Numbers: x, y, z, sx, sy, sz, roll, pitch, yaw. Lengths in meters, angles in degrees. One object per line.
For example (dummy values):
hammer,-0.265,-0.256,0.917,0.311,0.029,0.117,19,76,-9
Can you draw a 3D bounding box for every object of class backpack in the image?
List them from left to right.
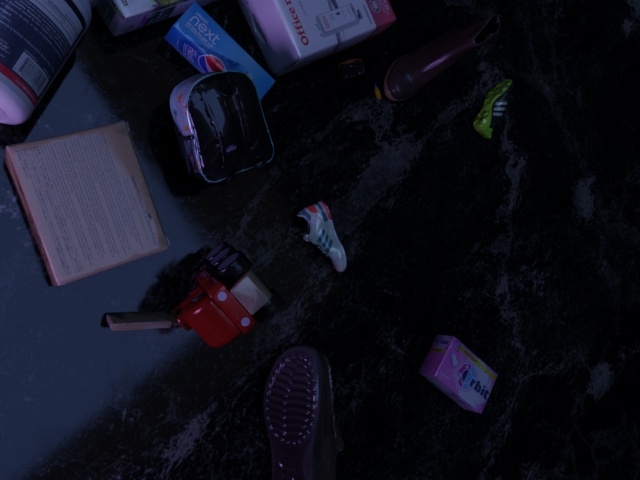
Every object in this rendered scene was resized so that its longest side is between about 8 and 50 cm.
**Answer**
backpack,-0.190,-0.219,1.054,0.166,0.144,0.188,-25,121,-28

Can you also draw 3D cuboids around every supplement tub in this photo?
supplement tub,-0.479,-0.336,0.874,0.191,0.191,0.272,31,71,-25

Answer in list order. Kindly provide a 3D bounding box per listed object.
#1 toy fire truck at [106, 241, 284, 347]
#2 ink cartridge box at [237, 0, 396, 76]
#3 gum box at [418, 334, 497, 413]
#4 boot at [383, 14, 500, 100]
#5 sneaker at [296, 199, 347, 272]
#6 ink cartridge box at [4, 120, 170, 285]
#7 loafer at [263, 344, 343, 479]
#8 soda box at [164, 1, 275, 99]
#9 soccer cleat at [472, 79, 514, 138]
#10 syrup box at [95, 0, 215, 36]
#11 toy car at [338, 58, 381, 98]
toy fire truck,-0.222,0.117,0.987,0.246,0.217,0.158,-42,108,-11
ink cartridge box,-0.007,-0.500,1.206,0.283,0.117,0.207,-32,102,-29
gum box,0.338,0.325,1.372,0.188,0.062,0.107,41,68,-21
boot,0.275,-0.426,1.313,0.248,0.207,0.090,-44,107,-26
sneaker,0.000,0.000,1.214,0.075,0.057,0.161,-22,99,-13
ink cartridge box,-0.392,-0.063,0.963,0.193,0.088,0.234,-21,96,-31
loafer,-0.027,0.383,1.134,0.130,0.134,0.365,-4,98,-54
soda box,-0.195,-0.353,1.114,0.210,0.067,0.071,41,67,-20
soccer cleat,0.465,-0.350,1.511,0.072,0.060,0.178,43,73,-31
syrup box,-0.291,-0.470,1.051,0.237,0.093,0.096,-35,104,-28
toy car,0.087,-0.369,1.310,0.122,0.060,0.040,49,19,-36
